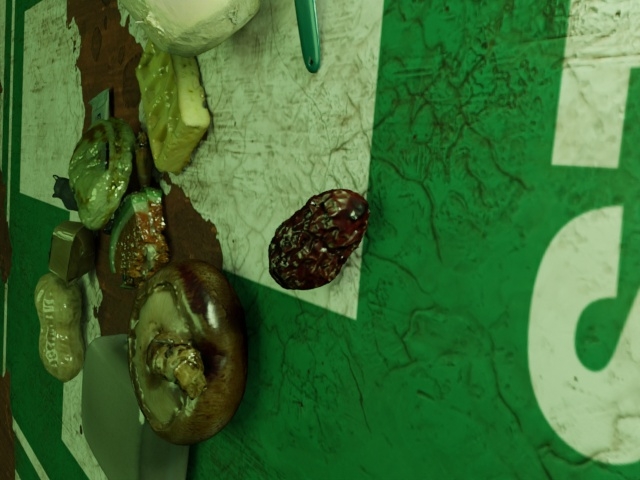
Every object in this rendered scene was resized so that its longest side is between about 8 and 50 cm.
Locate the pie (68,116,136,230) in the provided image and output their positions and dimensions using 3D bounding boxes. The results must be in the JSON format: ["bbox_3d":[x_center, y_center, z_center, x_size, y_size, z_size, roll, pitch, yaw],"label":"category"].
[{"bbox_3d":[-0.460,-0.151,1.390,0.201,0.090,0.248,-39,49,28],"label":"pie"}]

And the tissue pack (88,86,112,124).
[{"bbox_3d":[-0.536,-0.267,1.644,0.123,0.026,0.193,-16,78,53],"label":"tissue pack"}]

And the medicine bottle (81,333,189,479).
[{"bbox_3d":[-0.380,0.351,1.343,0.375,0.123,0.282,21,108,52],"label":"medicine bottle"}]

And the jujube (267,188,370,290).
[{"bbox_3d":[0.002,-0.002,0.836,0.166,0.104,0.104,-40,58,35],"label":"jujube"}]

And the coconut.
[{"bbox_3d":[-0.208,-0.402,0.995,0.224,0.234,0.224,-34,28,21],"label":"coconut"}]

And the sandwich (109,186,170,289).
[{"bbox_3d":[-0.380,0.016,1.379,0.235,0.079,0.159,-56,47,38],"label":"sandwich"}]

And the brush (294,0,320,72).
[{"bbox_3d":[-0.014,-0.326,0.911,0.043,0.032,0.193,2,104,50],"label":"brush"}]

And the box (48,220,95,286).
[{"bbox_3d":[-0.628,0.029,1.715,0.111,0.111,0.177,48,128,43],"label":"box"}]

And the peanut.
[{"bbox_3d":[-0.690,0.228,1.787,0.136,0.120,0.298,-17,78,58],"label":"peanut"}]

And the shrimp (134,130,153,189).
[{"bbox_3d":[-0.360,-0.179,1.372,0.178,0.034,0.124,102,161,-49],"label":"shrimp"}]

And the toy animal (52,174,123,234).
[{"bbox_3d":[-0.555,-0.090,1.534,0.210,0.117,0.121,12,108,20],"label":"toy animal"}]

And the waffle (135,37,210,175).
[{"bbox_3d":[-0.284,-0.276,1.261,0.168,0.057,0.274,-40,59,48],"label":"waffle"}]

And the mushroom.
[{"bbox_3d":[-0.213,0.178,1.082,0.278,0.163,0.297,7,96,63],"label":"mushroom"}]
